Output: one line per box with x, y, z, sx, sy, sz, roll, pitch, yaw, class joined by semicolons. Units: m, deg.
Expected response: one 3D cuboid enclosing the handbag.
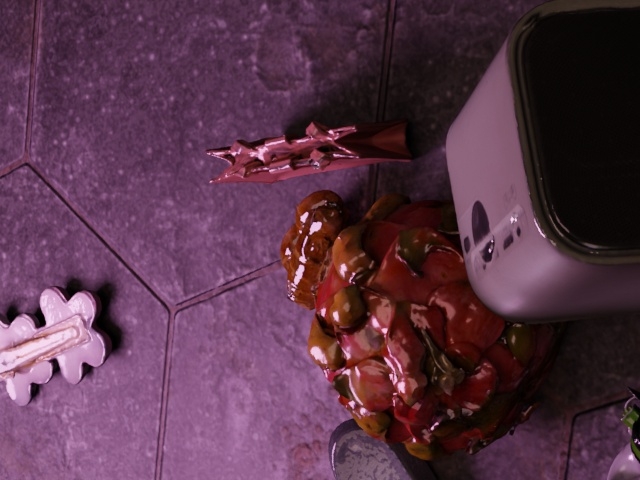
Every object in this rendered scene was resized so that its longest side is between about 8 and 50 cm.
-0.012;-0.106;1.528;0.212;0.157;0.059;-7;91;32;handbag

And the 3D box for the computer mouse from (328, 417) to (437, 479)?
0.092;0.312;1.556;0.113;0.068;0.229;-29;89;17;computer mouse

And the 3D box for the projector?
0.274;-0.070;1.233;0.248;0.249;0.249;-5;75;-9;projector

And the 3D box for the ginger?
0.000;0.000;1.574;0.103;0.073;0.162;-104;25;-45;ginger

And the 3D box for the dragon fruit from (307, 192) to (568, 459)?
0.102;0.083;1.413;0.296;0.263;0.314;29;109;27;dragon fruit

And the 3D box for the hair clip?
-0.403;0.150;1.848;0.257;0.075;0.146;-23;84;24;hair clip

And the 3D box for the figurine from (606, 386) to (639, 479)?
0.370;0.232;1.345;0.126;0.147;0.192;13;121;12;figurine
